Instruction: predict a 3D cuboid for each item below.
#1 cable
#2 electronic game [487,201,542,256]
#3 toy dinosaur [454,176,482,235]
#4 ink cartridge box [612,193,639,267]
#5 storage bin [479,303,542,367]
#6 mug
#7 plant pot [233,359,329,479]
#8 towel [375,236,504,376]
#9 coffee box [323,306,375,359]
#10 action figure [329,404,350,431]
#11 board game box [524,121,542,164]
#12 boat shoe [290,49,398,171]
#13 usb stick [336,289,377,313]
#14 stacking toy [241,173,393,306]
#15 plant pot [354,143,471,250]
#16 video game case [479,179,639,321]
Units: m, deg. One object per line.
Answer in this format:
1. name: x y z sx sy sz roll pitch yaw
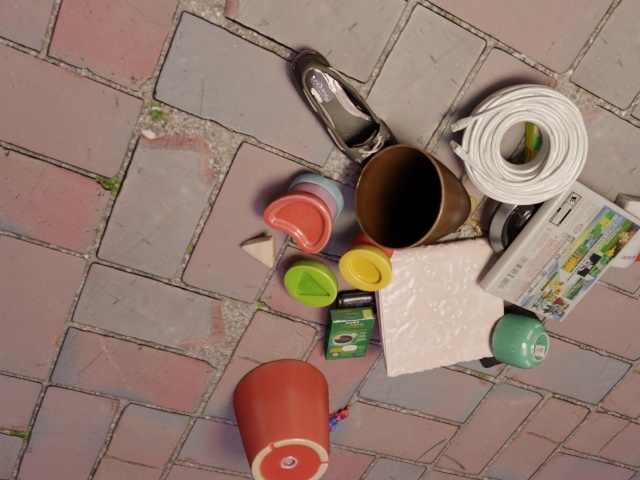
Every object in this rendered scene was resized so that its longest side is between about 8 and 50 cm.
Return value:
1. cable: 0.433 -0.205 1.242 0.257 0.089 0.257 -32 100 15
2. electronic game: 0.507 -0.047 1.377 0.229 0.048 0.229 -8 126 -12
3. toy dinosaur: 0.337 -0.078 1.377 0.092 0.053 0.183 -32 127 -9
4. ink cartridge box: 0.841 -0.016 1.495 0.232 0.066 0.189 9 118 -10
5. storage bin: 0.507 0.259 1.577 0.180 0.084 0.122 -18 121 1
6. mug: 0.516 0.246 1.441 0.157 0.097 0.129 -41 120 -27
7. plant pot: -0.092 0.495 1.515 0.274 0.243 0.275 -4 120 -7
8. towel: 0.300 0.161 1.439 0.331 0.053 0.317 -8 101 -12
9. coffee box: 0.072 0.242 1.485 0.113 0.040 0.184 -4 138 -8
10. action figure: 0.046 0.522 1.681 0.115 0.030 0.038 -44 123 10
11. board game box: 0.525 -0.197 1.335 0.092 0.043 0.181 -12 121 -4
12. boat shoe: 0.059 -0.245 1.191 0.112 0.095 0.335 -39 119 13
13. usb stick: 0.179 0.152 1.478 0.278 0.045 0.077 -6 128 -7
14. stacking toy: 0.000 0.000 1.332 0.309 0.130 0.279 43 132 -16
15. plant pot: 0.228 -0.082 1.250 0.230 0.215 0.215 4 125 -49
16. video game case: 0.591 0.034 1.404 0.300 0.036 0.329 22 112 -29
